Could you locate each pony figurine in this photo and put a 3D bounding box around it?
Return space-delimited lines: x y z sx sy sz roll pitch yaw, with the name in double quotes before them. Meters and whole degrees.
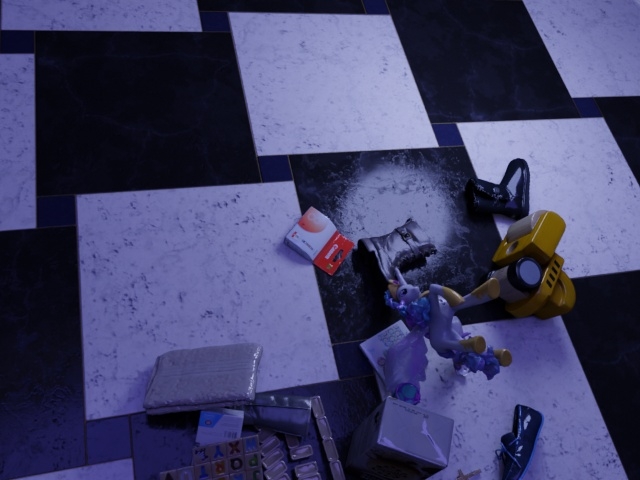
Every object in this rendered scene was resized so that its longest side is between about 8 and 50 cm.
"pony figurine" 0.322 0.247 1.623 0.303 0.363 0.351 -18 99 -31

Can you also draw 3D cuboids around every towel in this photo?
"towel" -0.288 0.341 1.517 0.282 0.049 0.187 -6 35 7

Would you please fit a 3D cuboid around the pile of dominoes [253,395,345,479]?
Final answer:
"pile of dominoes" -0.061 0.539 1.561 0.196 0.040 0.251 -9 56 -16

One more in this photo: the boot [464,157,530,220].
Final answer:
"boot" 0.600 -0.192 2.085 0.207 0.094 0.246 12 65 -12

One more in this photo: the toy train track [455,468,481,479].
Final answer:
"toy train track" 0.391 0.625 1.625 0.083 0.014 0.048 -12 58 -26

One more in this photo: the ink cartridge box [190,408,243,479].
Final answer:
"ink cartridge box" -0.253 0.501 1.483 0.104 0.060 0.180 11 89 -8

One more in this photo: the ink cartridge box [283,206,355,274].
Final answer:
"ink cartridge box" 0.000 0.000 1.861 0.179 0.045 0.145 33 59 9

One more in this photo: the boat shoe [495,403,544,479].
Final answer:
"boat shoe" 0.523 0.558 1.658 0.089 0.109 0.258 30 42 12

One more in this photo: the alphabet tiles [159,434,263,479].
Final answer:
"alphabet tiles" -0.251 0.576 1.440 0.237 0.009 0.198 -7 93 -18

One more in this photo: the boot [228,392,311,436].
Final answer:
"boot" -0.126 0.402 1.576 0.208 0.076 0.190 2 70 0

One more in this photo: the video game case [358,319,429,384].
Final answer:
"video game case" 0.210 0.321 1.746 0.157 0.019 0.143 -26 70 -25

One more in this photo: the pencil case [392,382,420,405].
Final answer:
"pencil case" 0.217 0.439 1.604 0.070 0.152 0.064 27 48 19

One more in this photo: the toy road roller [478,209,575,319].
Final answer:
"toy road roller" 0.669 0.095 1.890 0.240 0.202 0.329 36 64 -6

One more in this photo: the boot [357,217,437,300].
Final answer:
"boot" 0.257 0.056 1.865 0.229 0.091 0.263 -16 64 -21

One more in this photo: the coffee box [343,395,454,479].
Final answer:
"coffee box" 0.180 0.500 1.476 0.168 0.297 0.119 20 55 -1
